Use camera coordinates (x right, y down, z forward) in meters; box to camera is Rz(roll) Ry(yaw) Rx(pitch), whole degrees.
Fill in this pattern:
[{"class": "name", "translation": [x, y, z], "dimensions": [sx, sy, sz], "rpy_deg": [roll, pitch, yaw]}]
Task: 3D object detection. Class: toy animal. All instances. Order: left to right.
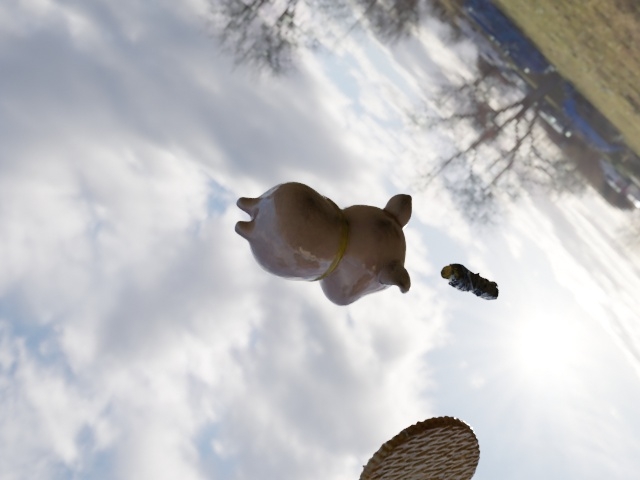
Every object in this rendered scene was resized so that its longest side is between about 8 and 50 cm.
[{"class": "toy animal", "translation": [0.001, -0.003, 1.270], "dimensions": [0.247, 0.149, 0.165], "rpy_deg": [12, -115, -15]}]

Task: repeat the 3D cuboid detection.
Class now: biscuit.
[{"class": "biscuit", "translation": [0.165, 0.401, 1.583], "dimensions": [0.254, 0.254, 0.035], "rpy_deg": [28, -168, -40]}]

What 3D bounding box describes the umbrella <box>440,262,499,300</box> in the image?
[{"class": "umbrella", "translation": [0.218, 0.060, 1.363], "dimensions": [0.040, 0.037, 0.144], "rpy_deg": [31, -175, 39]}]
